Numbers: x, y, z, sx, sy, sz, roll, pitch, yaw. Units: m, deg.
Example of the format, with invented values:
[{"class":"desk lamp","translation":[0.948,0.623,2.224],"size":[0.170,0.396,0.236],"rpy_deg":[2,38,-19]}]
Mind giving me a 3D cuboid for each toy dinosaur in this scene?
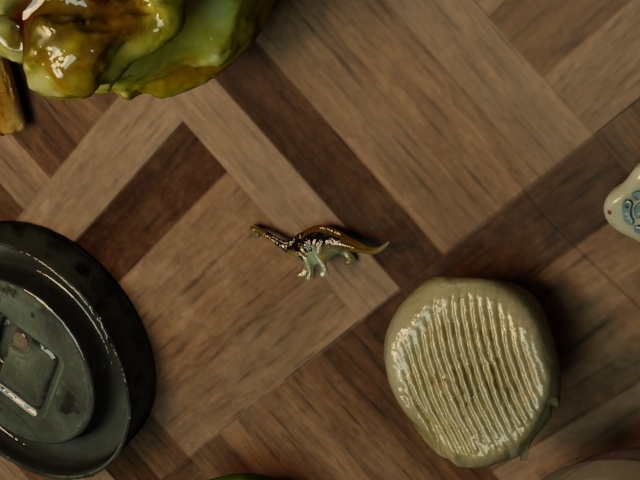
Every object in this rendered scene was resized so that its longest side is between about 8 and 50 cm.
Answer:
[{"class":"toy dinosaur","translation":[0.003,0.014,1.316],"size":[0.180,0.037,0.058],"rpy_deg":[0,120,33]}]

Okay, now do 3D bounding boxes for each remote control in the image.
[{"class":"remote control","translation":[0.295,-0.009,1.121],"size":[0.122,0.032,0.074],"rpy_deg":[43,130,6]}]

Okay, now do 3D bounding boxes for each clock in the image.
[{"class":"clock","translation":[-0.334,0.129,1.574],"size":[0.319,0.066,0.319],"rpy_deg":[15,122,26]}]

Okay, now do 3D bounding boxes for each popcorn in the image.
[{"class":"popcorn","translation":[-0.162,-0.240,1.141],"size":[0.225,0.276,0.276],"rpy_deg":[-1,115,38]}]

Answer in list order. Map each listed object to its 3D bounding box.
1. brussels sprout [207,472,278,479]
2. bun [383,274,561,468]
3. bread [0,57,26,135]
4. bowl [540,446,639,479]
[{"class":"brussels sprout","translation":[-0.073,0.338,1.476],"size":[0.161,0.144,0.181],"rpy_deg":[-17,130,17]},{"class":"bun","translation":[0.144,0.115,1.233],"size":[0.166,0.113,0.173],"rpy_deg":[12,98,21]},{"class":"bread","translation":[-0.354,-0.161,1.435],"size":[0.072,0.053,0.106],"rpy_deg":[7,124,33]},{"class":"bowl","translation":[0.306,0.301,1.213],"size":[0.287,0.144,0.287],"rpy_deg":[15,123,25]}]
